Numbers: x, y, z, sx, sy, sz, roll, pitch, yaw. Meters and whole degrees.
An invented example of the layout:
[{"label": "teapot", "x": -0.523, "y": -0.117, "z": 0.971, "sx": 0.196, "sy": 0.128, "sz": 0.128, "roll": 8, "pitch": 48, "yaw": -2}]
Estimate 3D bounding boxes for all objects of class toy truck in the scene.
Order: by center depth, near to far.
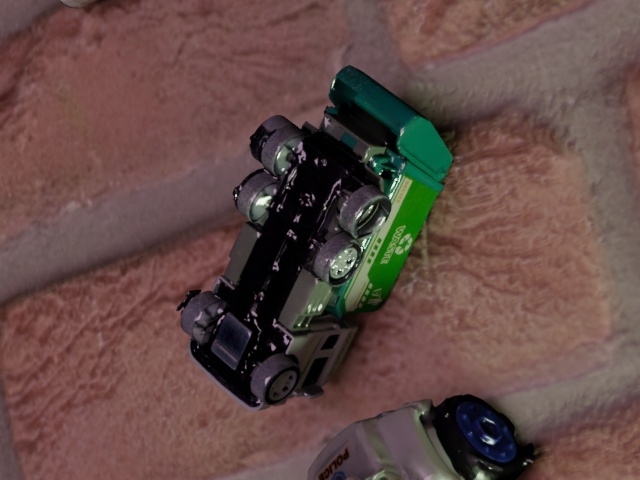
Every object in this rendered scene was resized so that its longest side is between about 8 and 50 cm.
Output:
[{"label": "toy truck", "x": 0.069, "y": 0.220, "z": 1.349, "sx": 0.161, "sy": 0.177, "sz": 0.213, "roll": -50, "pitch": 63, "yaw": 29}, {"label": "toy truck", "x": 0.000, "y": 0.000, "z": 1.434, "sx": 0.114, "sy": 0.124, "sz": 0.253, "roll": 39, "pitch": 116, "yaw": 32}]

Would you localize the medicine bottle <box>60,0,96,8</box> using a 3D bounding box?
[{"label": "medicine bottle", "x": -0.181, "y": -0.232, "z": 1.615, "sx": 0.089, "sy": 0.057, "sz": 0.057, "roll": -19, "pitch": 79, "yaw": 37}]
